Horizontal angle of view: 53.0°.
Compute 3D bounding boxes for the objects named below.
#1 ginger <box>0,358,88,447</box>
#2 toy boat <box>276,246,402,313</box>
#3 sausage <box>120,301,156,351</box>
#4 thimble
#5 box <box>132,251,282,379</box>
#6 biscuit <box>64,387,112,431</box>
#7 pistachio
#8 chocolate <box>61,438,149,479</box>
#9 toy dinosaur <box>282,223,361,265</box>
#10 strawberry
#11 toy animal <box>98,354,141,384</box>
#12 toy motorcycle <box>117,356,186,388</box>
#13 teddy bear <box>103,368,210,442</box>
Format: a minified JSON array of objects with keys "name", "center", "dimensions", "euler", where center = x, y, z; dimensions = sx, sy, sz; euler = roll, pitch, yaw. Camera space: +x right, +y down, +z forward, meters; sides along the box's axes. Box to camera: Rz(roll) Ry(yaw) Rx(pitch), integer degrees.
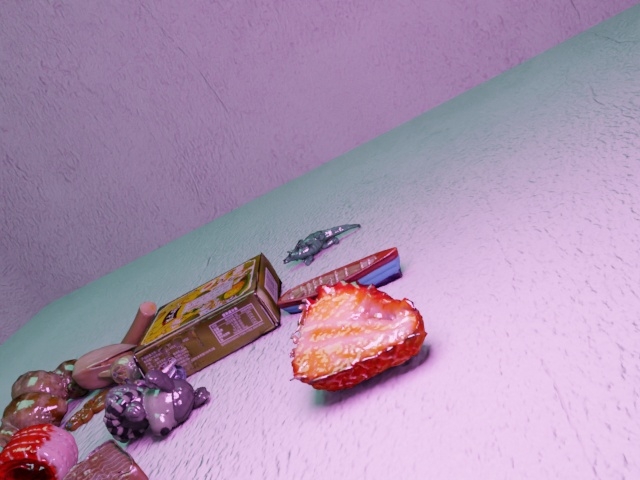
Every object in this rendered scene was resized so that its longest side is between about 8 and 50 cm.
[{"name":"ginger","center":[-0.882,0.513,2.016],"dimensions":[0.256,0.176,0.375],"euler":[-12,18,5]},{"name":"toy boat","center":[0.054,0.115,1.732],"dimensions":[0.392,0.079,0.136],"euler":[-22,15,30]},{"name":"sausage","center":[-0.627,0.316,2.175],"dimensions":[0.301,0.066,0.066],"euler":[-52,0,37]},{"name":"thimble","center":[-0.702,0.549,1.580],"dimensions":[0.189,0.163,0.125],"euler":[-28,17,7]},{"name":"box","center":[-0.323,0.232,1.945],"dimensions":[0.420,0.138,0.373],"euler":[-27,16,6]},{"name":"biscuit","center":[-0.699,0.510,1.954],"dimensions":[0.124,0.026,0.175],"euler":[-13,22,48]},{"name":"pistachio","center":[-0.687,0.404,2.071],"dimensions":[0.223,0.126,0.152],"euler":[-18,-10,-32]},{"name":"chocolate","center":[-0.454,0.518,1.357],"dimensions":[0.148,0.093,0.214],"euler":[-36,17,-27]},{"name":"toy dinosaur","center":[0.001,0.005,2.181],"dimensions":[0.292,0.079,0.120],"euler":[-26,17,4]},{"name":"strawberry","center":[0.080,0.196,1.321],"dimensions":[0.280,0.150,0.253],"euler":[-25,37,11]},{"name":"toy animal","center":[-0.612,0.403,1.998],"dimensions":[0.137,0.098,0.098],"euler":[-8,22,16]},{"name":"toy motorcycle","center":[-0.461,0.391,1.715],"dimensions":[0.213,0.122,0.082],"euler":[-38,33,-30]},{"name":"teddy bear","center":[-0.412,0.397,1.547],"dimensions":[0.251,0.171,0.144],"euler":[-19,38,16]}]
